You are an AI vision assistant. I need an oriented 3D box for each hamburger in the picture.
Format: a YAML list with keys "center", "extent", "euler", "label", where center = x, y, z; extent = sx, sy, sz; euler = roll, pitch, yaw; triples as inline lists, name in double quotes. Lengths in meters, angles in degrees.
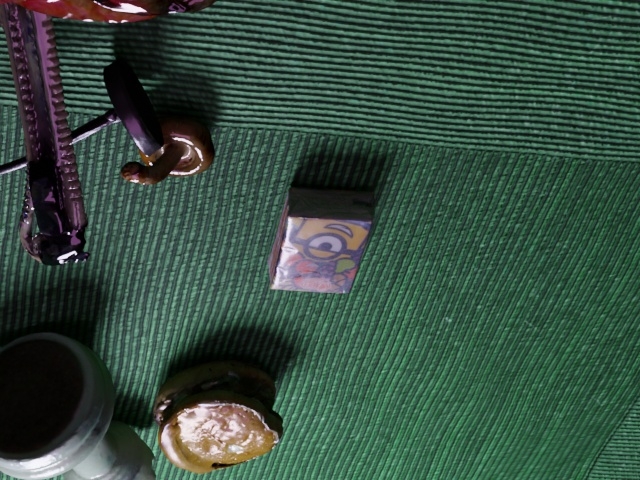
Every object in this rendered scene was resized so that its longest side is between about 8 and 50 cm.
- center: [-0.139, 0.232, 2.220]
  extent: [0.177, 0.113, 0.185]
  euler: [8, 131, -8]
  label: "hamburger"

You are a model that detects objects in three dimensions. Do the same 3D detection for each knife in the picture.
- center: [-0.301, -0.129, 1.705]
  extent: [0.089, 0.043, 0.365]
  euler: [4, 117, 17]
  label: "knife"

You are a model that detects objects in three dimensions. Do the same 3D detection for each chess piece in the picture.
- center: [-0.329, 0.267, 2.186]
  extent: [0.195, 0.194, 0.299]
  euler: [-15, 148, 10]
  label: "chess piece"

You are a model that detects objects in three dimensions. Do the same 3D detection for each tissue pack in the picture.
- center: [0.000, 0.000, 1.992]
  extent: [0.109, 0.060, 0.148]
  euler: [4, 140, -11]
  label: "tissue pack"

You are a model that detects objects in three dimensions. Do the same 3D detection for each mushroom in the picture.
- center: [-0.177, -0.103, 1.828]
  extent: [0.088, 0.072, 0.129]
  euler: [-22, 178, 41]
  label: "mushroom"

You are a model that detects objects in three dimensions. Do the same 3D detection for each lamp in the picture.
- center: [-0.330, -0.090, 1.825]
  extent: [0.371, 0.130, 0.108]
  euler: [-27, 175, 27]
  label: "lamp"

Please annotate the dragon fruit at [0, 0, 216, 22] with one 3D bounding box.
- center: [-0.166, -0.373, 1.281]
  extent: [0.371, 0.386, 0.249]
  euler: [29, 150, 7]
  label: "dragon fruit"
